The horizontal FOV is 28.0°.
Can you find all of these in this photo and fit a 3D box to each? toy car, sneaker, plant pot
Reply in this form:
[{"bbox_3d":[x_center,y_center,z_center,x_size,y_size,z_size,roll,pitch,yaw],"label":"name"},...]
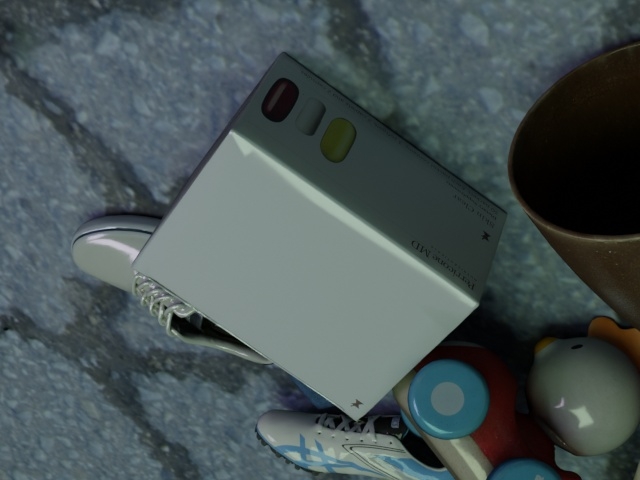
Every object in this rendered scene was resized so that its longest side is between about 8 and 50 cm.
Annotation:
[{"bbox_3d":[0.213,0.148,1.224,0.238,0.219,0.210,-37,82,-5],"label":"toy car"},{"bbox_3d":[0.048,0.213,1.372,0.237,0.085,0.086,14,110,7],"label":"sneaker"},{"bbox_3d":[-0.141,0.049,1.307,0.258,0.091,0.094,18,129,7],"label":"sneaker"},{"bbox_3d":[0.292,-0.010,1.051,0.215,0.215,0.230,-9,136,26],"label":"plant pot"}]

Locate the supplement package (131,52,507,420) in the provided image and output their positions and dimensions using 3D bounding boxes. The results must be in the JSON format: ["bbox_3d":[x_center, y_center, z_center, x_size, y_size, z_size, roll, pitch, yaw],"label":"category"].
[{"bbox_3d":[0.000,0.000,1.185,0.262,0.145,0.204,35,129,-8],"label":"supplement package"}]

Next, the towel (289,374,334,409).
[{"bbox_3d":[0.031,0.137,1.350,0.119,0.029,0.067,-23,115,32],"label":"towel"}]

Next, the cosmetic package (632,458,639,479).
[{"bbox_3d":[0.363,0.238,1.214,0.129,0.153,0.296,23,130,20],"label":"cosmetic package"}]
